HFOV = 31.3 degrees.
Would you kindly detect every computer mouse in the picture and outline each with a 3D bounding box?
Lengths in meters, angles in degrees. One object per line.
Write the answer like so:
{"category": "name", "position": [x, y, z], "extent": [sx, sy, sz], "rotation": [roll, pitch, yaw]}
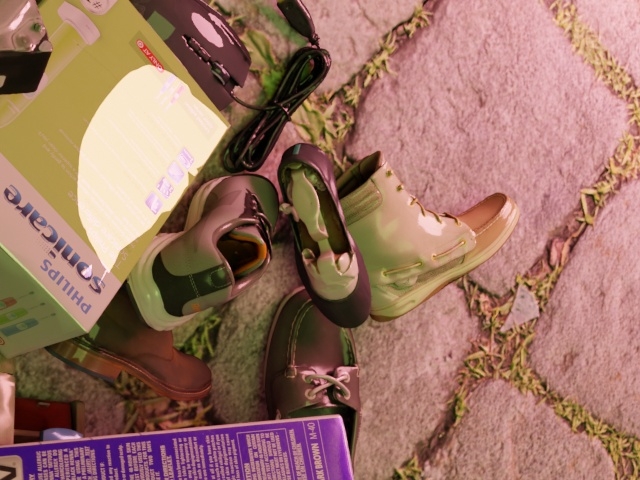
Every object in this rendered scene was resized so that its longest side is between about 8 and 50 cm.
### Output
{"category": "computer mouse", "position": [-0.098, -0.208, 1.140], "extent": [0.262, 0.060, 0.184], "rotation": [45, 76, -25]}

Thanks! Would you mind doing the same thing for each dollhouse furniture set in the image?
{"category": "dollhouse furniture set", "position": [-0.280, 0.138, 1.035], "extent": [0.183, 0.129, 0.129], "rotation": [14, 62, -39]}

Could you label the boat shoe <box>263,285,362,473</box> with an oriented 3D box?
{"category": "boat shoe", "position": [-0.001, 0.220, 1.223], "extent": [0.112, 0.095, 0.335], "rotation": [2, 95, -28]}

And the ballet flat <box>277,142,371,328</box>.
{"category": "ballet flat", "position": [0.000, 0.000, 1.170], "extent": [0.074, 0.074, 0.203], "rotation": [-19, 97, -24]}

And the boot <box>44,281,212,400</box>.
{"category": "boot", "position": [-0.156, 0.087, 1.098], "extent": [0.219, 0.082, 0.106], "rotation": [27, 92, -56]}

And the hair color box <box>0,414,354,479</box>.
{"category": "hair color box", "position": [-0.156, 0.244, 1.026], "extent": [0.339, 0.185, 0.110], "rotation": [-1, 65, -20]}

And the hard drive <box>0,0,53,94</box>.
{"category": "hard drive", "position": [-0.368, -0.255, 0.868], "extent": [0.237, 0.064, 0.339], "rotation": [-9, 63, -34]}

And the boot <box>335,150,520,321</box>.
{"category": "boot", "position": [0.108, -0.032, 1.259], "extent": [0.213, 0.077, 0.165], "rotation": [-35, 110, -13]}

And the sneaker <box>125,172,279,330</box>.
{"category": "sneaker", "position": [-0.083, 0.004, 1.089], "extent": [0.271, 0.108, 0.100], "rotation": [-54, 127, -63]}

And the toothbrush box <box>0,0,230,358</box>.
{"category": "toothbrush box", "position": [-0.233, -0.075, 0.986], "extent": [0.206, 0.122, 0.283], "rotation": [50, 43, -23]}
